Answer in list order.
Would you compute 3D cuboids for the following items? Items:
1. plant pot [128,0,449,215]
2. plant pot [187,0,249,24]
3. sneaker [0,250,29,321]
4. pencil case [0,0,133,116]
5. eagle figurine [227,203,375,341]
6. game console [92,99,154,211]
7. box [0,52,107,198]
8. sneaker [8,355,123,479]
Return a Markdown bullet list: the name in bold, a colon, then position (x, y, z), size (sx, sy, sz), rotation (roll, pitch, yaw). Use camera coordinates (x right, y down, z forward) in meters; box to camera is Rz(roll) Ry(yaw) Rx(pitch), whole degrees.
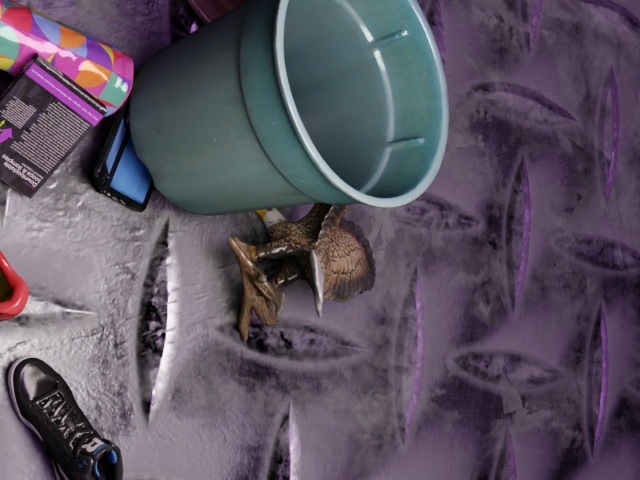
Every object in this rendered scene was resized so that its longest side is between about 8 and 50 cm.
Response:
- **plant pot**: position (-0.060, -0.182, 1.552), size (0.341, 0.334, 0.341), rotation (16, 69, -47)
- **plant pot**: position (-0.022, -0.468, 1.707), size (0.323, 0.323, 0.280), rotation (57, 40, -20)
- **sneaker**: position (-0.459, -0.010, 1.407), size (0.279, 0.118, 0.107), rotation (49, 58, -25)
- **pencil case**: position (-0.365, -0.246, 1.521), size (0.236, 0.104, 0.104), rotation (22, 73, -33)
- **eagle figurine**: position (-0.007, -0.008, 1.729), size (0.298, 0.226, 0.225), rotation (-30, 84, -31)
- **game console**: position (-0.262, -0.118, 1.605), size (0.071, 0.107, 0.122), rotation (17, 71, 0)
- **box**: position (-0.374, -0.147, 1.491), size (0.116, 0.029, 0.162), rotation (39, 99, -30)
- **sneaker**: position (-0.319, 0.245, 1.494), size (0.079, 0.121, 0.217), rotation (-34, 107, -36)
